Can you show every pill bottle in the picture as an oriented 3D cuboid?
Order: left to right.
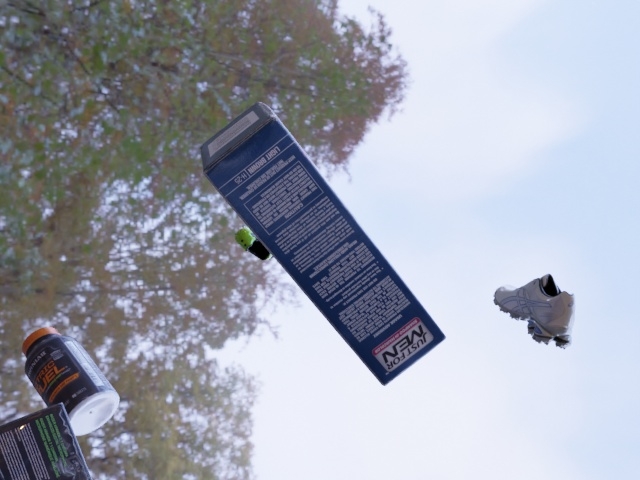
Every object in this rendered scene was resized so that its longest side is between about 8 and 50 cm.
[{"bbox_3d":[-0.558,0.298,1.519,0.246,0.130,0.130,41,-62,29],"label":"pill bottle"}]

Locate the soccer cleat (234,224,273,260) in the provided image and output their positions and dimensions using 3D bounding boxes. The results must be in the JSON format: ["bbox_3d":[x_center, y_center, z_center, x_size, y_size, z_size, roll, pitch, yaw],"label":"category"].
[{"bbox_3d":[-0.116,0.019,1.546,0.060,0.179,0.072,-50,-130,20],"label":"soccer cleat"}]

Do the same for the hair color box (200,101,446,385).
[{"bbox_3d":[0.000,0.000,0.868,0.105,0.347,0.174,-38,-160,2],"label":"hair color box"}]

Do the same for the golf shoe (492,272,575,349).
[{"bbox_3d":[0.307,0.083,0.979,0.176,0.069,0.085,-132,-125,-69],"label":"golf shoe"}]

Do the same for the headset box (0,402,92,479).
[{"bbox_3d":[-0.445,0.324,0.857,0.246,0.283,0.131,-32,-101,48],"label":"headset box"}]
